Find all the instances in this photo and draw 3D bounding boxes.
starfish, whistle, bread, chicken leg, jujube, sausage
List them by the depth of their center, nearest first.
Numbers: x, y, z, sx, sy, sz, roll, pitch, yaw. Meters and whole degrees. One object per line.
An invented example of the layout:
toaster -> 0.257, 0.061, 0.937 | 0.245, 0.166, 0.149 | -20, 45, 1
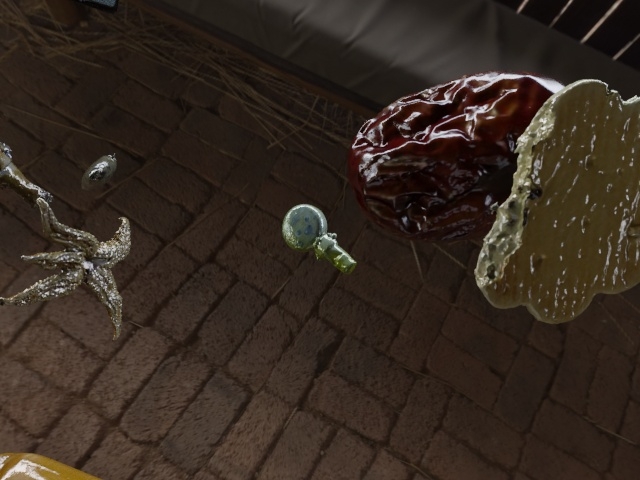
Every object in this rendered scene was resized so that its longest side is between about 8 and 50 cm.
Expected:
bread -> 0.278, -0.027, 0.436 | 0.182, 0.039, 0.250 | 13, 107, -6
sausage -> -0.462, 0.436, 0.692 | 0.328, 0.112, 0.112 | 18, 70, 6
jujube -> 0.244, -0.139, 0.729 | 0.377, 0.276, 0.276 | -11, 69, 23
starfish -> -0.527, 0.065, 0.871 | 0.084, 0.293, 0.301 | 3, 80, 13
whistle -> 0.000, 0.000, 0.879 | 0.198, 0.057, 0.104 | 39, 107, 24
chicken leg -> -0.708, -0.153, 0.927 | 0.196, 0.125, 0.080 | 41, 94, 2

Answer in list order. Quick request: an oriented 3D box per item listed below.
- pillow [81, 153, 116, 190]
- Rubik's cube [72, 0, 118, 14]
pillow -> -0.527, -0.164, 0.986 | 0.051, 0.241, 0.093 | 40, 70, -26
Rubik's cube -> -0.346, -0.426, 0.539 | 0.163, 0.160, 0.162 | 0, 42, -38
